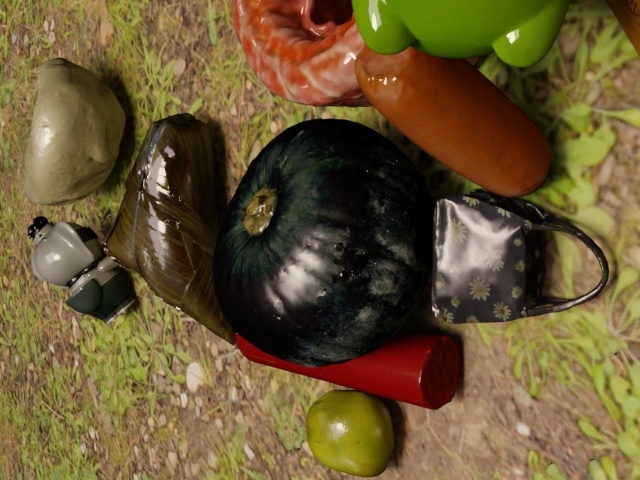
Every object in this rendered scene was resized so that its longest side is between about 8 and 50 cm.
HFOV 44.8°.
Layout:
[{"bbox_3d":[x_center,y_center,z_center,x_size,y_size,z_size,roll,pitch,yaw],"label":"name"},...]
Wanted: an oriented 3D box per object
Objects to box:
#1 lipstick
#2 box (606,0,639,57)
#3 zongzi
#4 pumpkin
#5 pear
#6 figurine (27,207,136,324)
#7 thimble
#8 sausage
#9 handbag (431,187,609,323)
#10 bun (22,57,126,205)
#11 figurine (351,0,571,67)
[{"bbox_3d":[0.018,0.116,0.813,0.280,0.073,0.073,4,99,46],"label":"lipstick"},{"bbox_3d":[0.222,-0.178,0.404,0.076,0.274,0.174,-24,69,5],"label":"box"},{"bbox_3d":[-0.152,-0.016,0.954,0.242,0.112,0.220,39,122,28],"label":"zongzi"},{"bbox_3d":[0.000,0.000,0.720,0.233,0.163,0.233,-33,47,44],"label":"pumpkin"},{"bbox_3d":[0.034,0.198,0.802,0.092,0.092,0.096,-27,92,46],"label":"pear"},{"bbox_3d":[-0.362,0.038,1.168,0.192,0.126,0.147,47,122,-9],"label":"figurine"},{"bbox_3d":[0.036,-0.232,0.671,0.239,0.162,0.239,10,104,47],"label":"thimble"},{"bbox_3d":[0.109,-0.094,0.599,0.076,0.198,0.076,-30,46,37],"label":"sausage"},{"bbox_3d":[0.169,0.019,0.646,0.139,0.072,0.115,9,104,32],"label":"handbag"},{"bbox_3d":[-0.358,-0.154,1.134,0.231,0.133,0.230,-173,90,-70],"label":"bun"},{"bbox_3d":[0.093,-0.235,0.485,0.143,0.162,0.263,101,176,-81],"label":"figurine"}]
